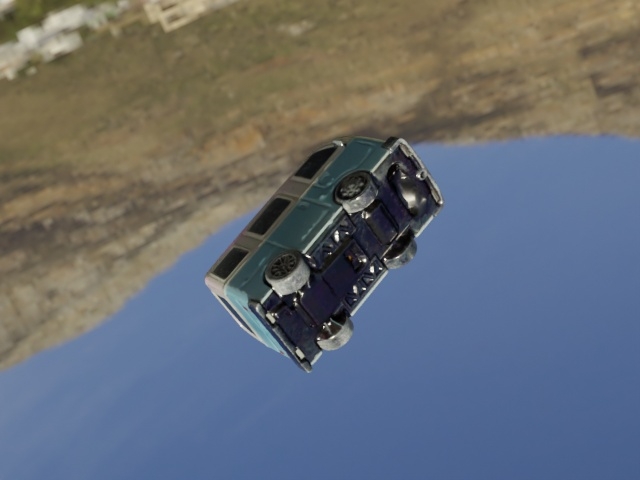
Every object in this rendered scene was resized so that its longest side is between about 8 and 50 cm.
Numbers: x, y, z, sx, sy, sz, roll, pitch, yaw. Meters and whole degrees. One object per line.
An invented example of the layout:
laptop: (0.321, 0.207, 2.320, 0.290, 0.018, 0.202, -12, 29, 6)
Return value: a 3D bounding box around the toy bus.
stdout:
toy bus: (0.000, 0.000, 0.774, 0.075, 0.060, 0.123, 20, -116, 48)
